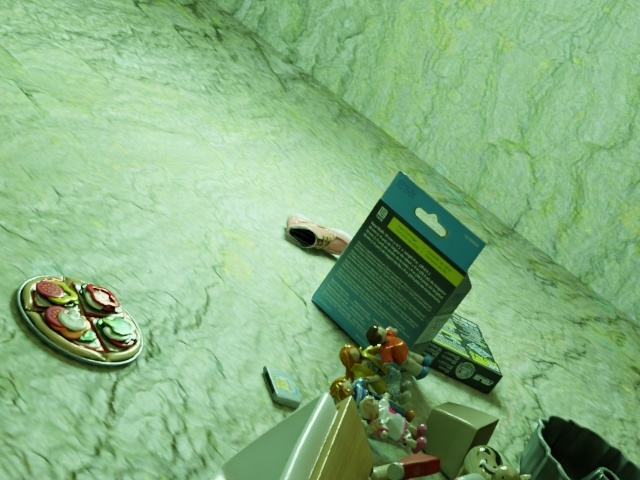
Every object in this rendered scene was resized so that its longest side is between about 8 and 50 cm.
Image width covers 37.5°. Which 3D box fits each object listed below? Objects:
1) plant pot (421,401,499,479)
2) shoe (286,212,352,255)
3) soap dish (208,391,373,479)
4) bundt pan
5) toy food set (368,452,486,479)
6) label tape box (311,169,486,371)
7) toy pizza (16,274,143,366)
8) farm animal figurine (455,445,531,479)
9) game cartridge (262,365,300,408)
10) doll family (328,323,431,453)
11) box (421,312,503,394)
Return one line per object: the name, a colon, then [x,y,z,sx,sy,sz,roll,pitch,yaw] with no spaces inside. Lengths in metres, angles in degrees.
plant pot: [0.239,0.348,1.684,0.096,0.109,0.109,30,15,27]
shoe: [0.000,0.000,2.188,0.178,0.063,0.081,26,21,-9]
soap dish: [-0.056,0.320,1.094,0.118,0.229,0.291,50,19,-5]
bundt pan: [0.503,0.482,1.753,0.331,0.124,0.331,31,20,-12]
toy food set: [0.133,0.363,1.314,0.232,0.111,0.104,7,1,38]
label tape box: [0.169,0.064,1.883,0.240,0.333,0.106,43,21,24]
toy pizza: [-0.348,0.109,1.389,0.201,0.032,0.201,30,19,-12]
farm animal figurine: [0.308,0.451,1.429,0.330,0.172,0.327,44,21,26]
game cartridge: [-0.063,0.243,1.563,0.056,0.017,0.083,26,20,-33]
doll family: [0.094,0.266,1.660,0.163,0.118,0.263,34,36,-19]
box: [0.258,0.212,2.100,0.270,0.060,0.216,27,21,-20]
